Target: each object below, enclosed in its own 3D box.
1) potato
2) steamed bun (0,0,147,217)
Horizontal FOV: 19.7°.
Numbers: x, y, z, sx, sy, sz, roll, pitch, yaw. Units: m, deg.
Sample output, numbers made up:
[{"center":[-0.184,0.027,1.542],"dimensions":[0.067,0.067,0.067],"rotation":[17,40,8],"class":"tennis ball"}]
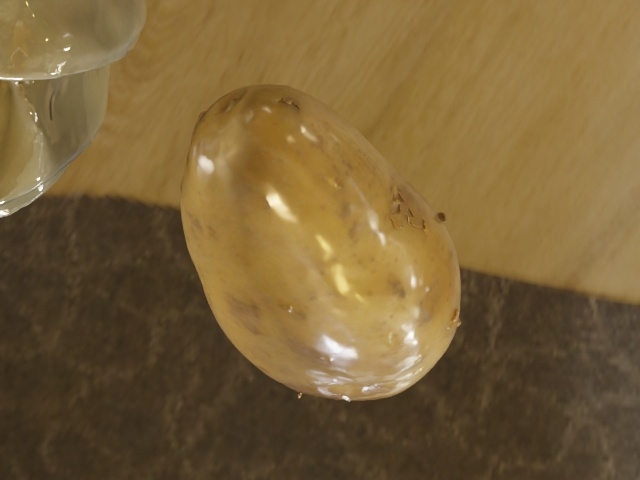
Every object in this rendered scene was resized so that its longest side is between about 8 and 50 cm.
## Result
[{"center":[-0.004,0.000,1.041],"dimensions":[0.161,0.128,0.235],"rotation":[-5,139,42],"class":"potato"},{"center":[-0.292,-0.138,1.399],"dimensions":[0.367,0.342,0.255],"rotation":[-37,112,-18],"class":"steamed bun"}]
